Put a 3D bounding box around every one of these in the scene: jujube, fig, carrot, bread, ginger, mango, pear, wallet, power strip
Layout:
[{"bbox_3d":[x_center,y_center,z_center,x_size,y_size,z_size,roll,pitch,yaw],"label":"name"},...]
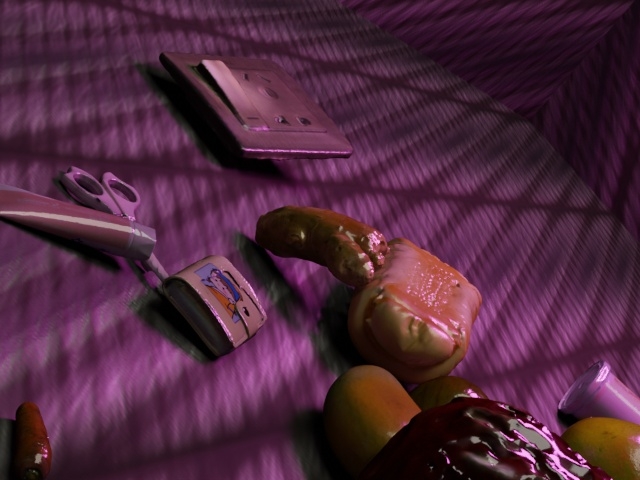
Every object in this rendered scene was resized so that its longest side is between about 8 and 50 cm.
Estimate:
[{"bbox_3d":[0.213,0.316,1.324,0.376,0.258,0.258,47,18,7],"label":"jujube"},{"bbox_3d":[0.138,0.264,1.579,0.124,0.124,0.236,34,42,-20],"label":"fig"},{"bbox_3d":[-0.236,0.166,1.120,0.032,0.032,0.093,31,15,-26],"label":"carrot"},{"bbox_3d":[0.120,0.100,1.861,0.173,0.121,0.311,35,19,2],"label":"bread"},{"bbox_3d":[0.013,-0.003,1.832,0.205,0.115,0.081,27,-33,33],"label":"ginger"},{"bbox_3d":[0.065,0.208,1.523,0.130,0.091,0.194,22,26,-11],"label":"mango"},{"bbox_3d":[0.377,0.328,1.727,0.187,0.187,0.219,32,12,-24],"label":"pear"},{"bbox_3d":[-0.115,0.070,1.561,0.110,0.039,0.155,51,15,1],"label":"wallet"},{"bbox_3d":[-0.110,-0.198,2.173,0.251,0.092,0.257,4,40,-49],"label":"power strip"}]

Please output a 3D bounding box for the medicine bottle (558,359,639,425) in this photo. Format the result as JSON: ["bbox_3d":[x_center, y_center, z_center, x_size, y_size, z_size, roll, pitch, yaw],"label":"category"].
[{"bbox_3d":[0.570,0.370,2.175,0.426,0.108,0.108,42,17,0],"label":"medicine bottle"}]

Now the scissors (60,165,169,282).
[{"bbox_3d":[-0.225,-0.015,1.596,0.110,0.021,0.212,9,35,-48],"label":"scissors"}]

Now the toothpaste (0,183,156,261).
[{"bbox_3d":[-0.273,-0.021,1.488,0.195,0.043,0.067,19,26,-28],"label":"toothpaste"}]
